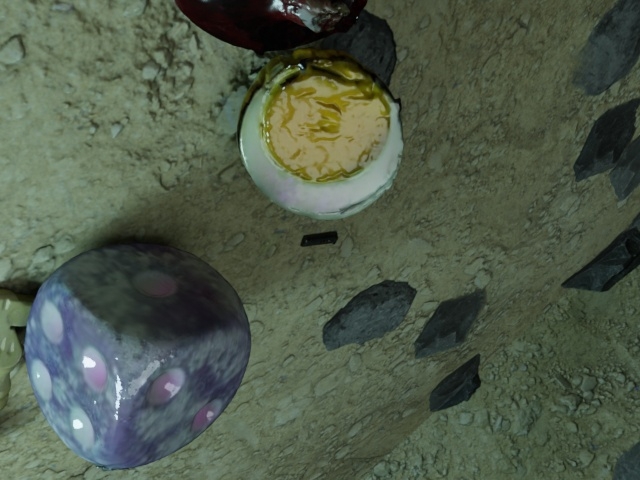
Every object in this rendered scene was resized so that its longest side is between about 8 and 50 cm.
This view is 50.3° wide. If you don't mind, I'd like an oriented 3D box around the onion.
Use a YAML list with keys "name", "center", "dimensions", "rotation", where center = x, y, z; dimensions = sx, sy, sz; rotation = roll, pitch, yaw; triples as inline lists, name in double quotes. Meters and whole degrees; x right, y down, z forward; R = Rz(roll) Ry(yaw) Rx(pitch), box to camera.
- name: "onion"
  center: [-0.050, -0.355, 0.849]
  dimensions: [0.314, 0.232, 0.314]
  rotation: [-12, 157, -5]

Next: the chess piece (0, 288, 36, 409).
- name: "chess piece"
  center: [-0.524, 0.172, 1.098]
  dimensions: [0.090, 0.090, 0.200]
  rotation: [11, 107, -48]

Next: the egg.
- name: "egg"
  center: [-0.011, -0.189, 1.144]
  dimensions: [0.286, 0.174, 0.264]
  rotation: [28, 106, -27]

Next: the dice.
- name: "dice"
  center: [-0.296, 0.179, 1.115]
  dimensions: [0.270, 0.270, 0.271]
  rotation: [-15, 134, -49]

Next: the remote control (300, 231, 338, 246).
- name: "remote control"
  center: [0.000, 0.000, 1.460]
  dimensions: [0.091, 0.016, 0.034]
  rotation: [-8, 136, -38]
